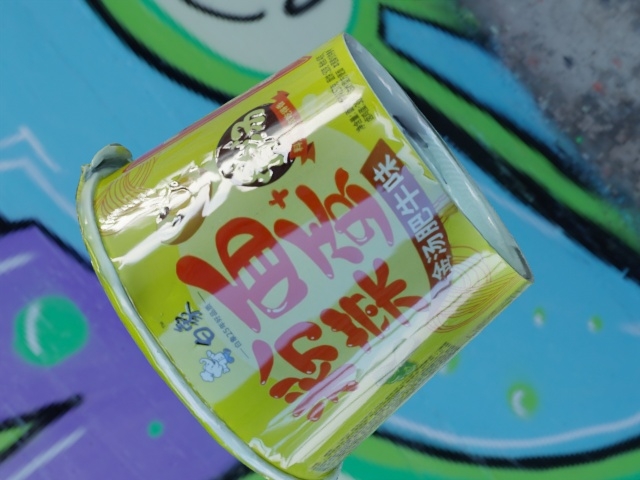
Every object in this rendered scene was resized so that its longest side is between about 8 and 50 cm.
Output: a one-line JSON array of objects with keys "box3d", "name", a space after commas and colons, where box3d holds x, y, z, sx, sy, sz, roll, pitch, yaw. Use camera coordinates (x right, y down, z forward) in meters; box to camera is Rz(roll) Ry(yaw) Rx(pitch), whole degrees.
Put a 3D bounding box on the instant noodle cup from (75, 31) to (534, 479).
[{"box3d": [0.000, 0.000, 0.896, 0.311, 0.221, 0.311, 50, -168, -14], "name": "instant noodle cup"}]
